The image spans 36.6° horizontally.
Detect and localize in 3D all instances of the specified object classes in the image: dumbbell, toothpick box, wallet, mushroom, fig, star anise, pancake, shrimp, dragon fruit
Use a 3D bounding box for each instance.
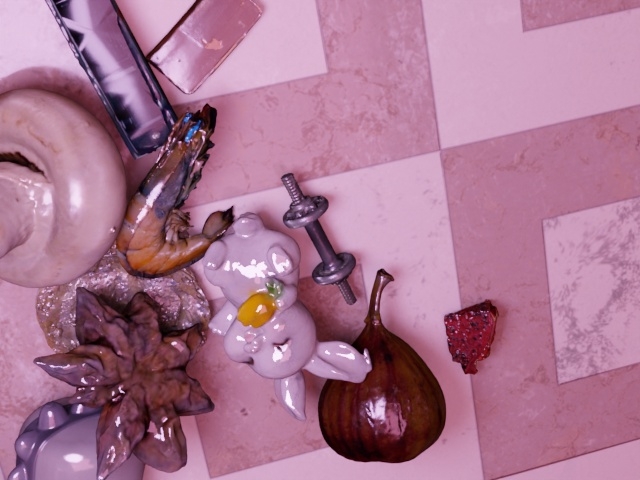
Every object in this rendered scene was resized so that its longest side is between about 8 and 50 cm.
[{"bbox_3d":[0.000,0.000,1.585,0.082,0.081,0.254,-29,113,-2],"label":"dumbbell"},{"bbox_3d":[-0.395,0.391,1.552,0.229,0.229,0.316,3,107,-14],"label":"toothpick box"},{"bbox_3d":[-0.176,-0.311,1.471,0.095,0.026,0.176,40,96,-16],"label":"wallet"},{"bbox_3d":[-0.431,-0.064,1.340,0.293,0.290,0.292,7,106,25],"label":"mushroom"},{"bbox_3d":[0.099,0.207,1.633,0.217,0.217,0.320,-4,92,-12],"label":"fig"},{"bbox_3d":[-0.292,0.212,1.462,0.108,0.315,0.315,-19,119,39],"label":"star anise"},{"bbox_3d":[-0.316,0.117,1.566,0.283,0.049,0.282,-5,111,-15],"label":"pancake"},{"bbox_3d":[-0.195,-0.067,1.478,0.222,0.054,0.290,7,112,-53],"label":"shrimp"},{"bbox_3d":[0.281,0.172,1.730,0.097,0.063,0.131,-3,108,25],"label":"dragon fruit"}]

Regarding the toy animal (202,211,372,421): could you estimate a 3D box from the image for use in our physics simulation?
[{"bbox_3d":[-0.070,0.120,1.551,0.208,0.154,0.325,-37,102,16],"label":"toy animal"}]

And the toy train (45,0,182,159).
[{"bbox_3d":[-0.328,-0.315,1.401,0.086,0.089,0.409,-26,111,1],"label":"toy train"}]
